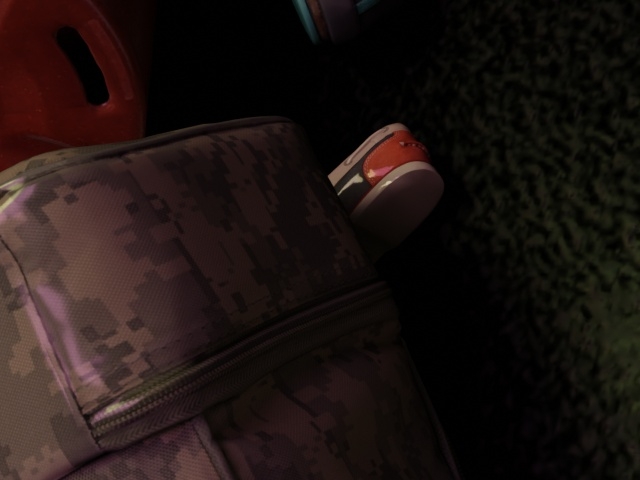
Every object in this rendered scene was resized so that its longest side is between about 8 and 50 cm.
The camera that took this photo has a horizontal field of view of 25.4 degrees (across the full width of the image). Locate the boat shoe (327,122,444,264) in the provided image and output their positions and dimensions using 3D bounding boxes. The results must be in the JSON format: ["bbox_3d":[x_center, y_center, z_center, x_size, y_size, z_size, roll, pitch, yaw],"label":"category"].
[{"bbox_3d":[0.000,0.000,0.684,0.137,0.049,0.043,-43,45,15],"label":"boat shoe"}]

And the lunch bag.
[{"bbox_3d":[-0.095,0.126,0.596,0.305,0.212,0.256,-30,83,28],"label":"lunch bag"}]

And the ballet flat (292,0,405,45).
[{"bbox_3d":[-0.007,-0.172,0.765,0.074,0.074,0.203,-47,41,15],"label":"ballet flat"}]

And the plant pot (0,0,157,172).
[{"bbox_3d":[-0.194,-0.134,0.721,0.272,0.272,0.265,-38,36,22],"label":"plant pot"}]
